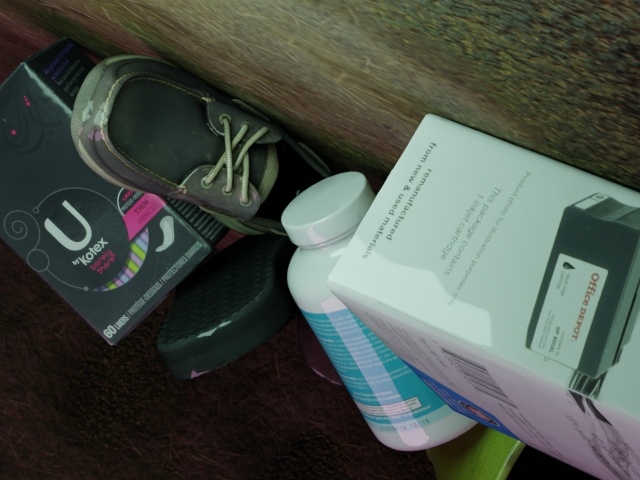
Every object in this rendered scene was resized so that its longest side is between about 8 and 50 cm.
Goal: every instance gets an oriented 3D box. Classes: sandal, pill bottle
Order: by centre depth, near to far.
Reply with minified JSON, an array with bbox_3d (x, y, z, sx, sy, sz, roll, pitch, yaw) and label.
[{"bbox_3d":[0.063,0.065,1.846,0.146,0.146,0.264,18,142,59],"label":"pill bottle"},{"bbox_3d":[-0.070,0.070,1.980,0.107,0.167,0.446,62,-164,-11],"label":"sandal"}]

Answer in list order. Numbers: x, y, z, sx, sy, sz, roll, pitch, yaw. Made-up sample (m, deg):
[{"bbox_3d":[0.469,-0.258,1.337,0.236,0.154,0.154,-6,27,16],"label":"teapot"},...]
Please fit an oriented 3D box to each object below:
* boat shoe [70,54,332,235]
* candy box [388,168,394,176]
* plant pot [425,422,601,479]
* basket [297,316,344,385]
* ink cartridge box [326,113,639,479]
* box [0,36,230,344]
[{"bbox_3d":[-0.094,-0.088,1.830,0.130,0.132,0.355,11,175,35],"label":"boat shoe"},{"bbox_3d":[0.164,-0.009,1.738,0.206,0.027,0.105,23,177,35],"label":"candy box"},{"bbox_3d":[0.272,0.226,2.001,0.366,0.366,0.353,30,-174,-24],"label":"plant pot"},{"bbox_3d":[0.084,0.060,2.068,0.154,0.204,0.227,55,166,4],"label":"basket"},{"bbox_3d":[0.246,0.089,1.431,0.395,0.166,0.285,24,168,33],"label":"ink cartridge box"},{"bbox_3d":[-0.241,-0.053,1.976,0.270,0.165,0.143,44,-159,-3],"label":"box"}]
